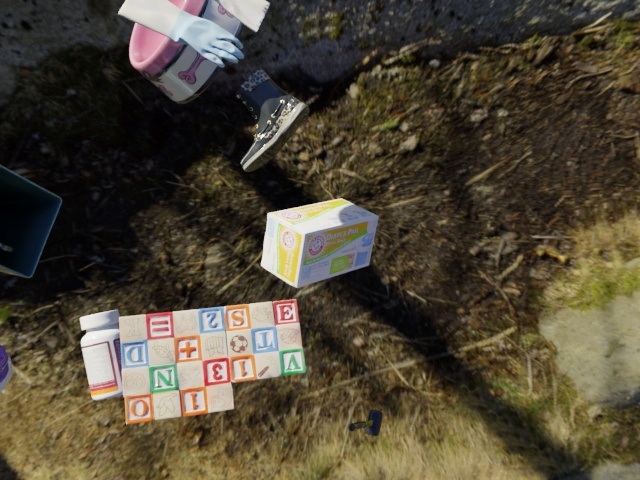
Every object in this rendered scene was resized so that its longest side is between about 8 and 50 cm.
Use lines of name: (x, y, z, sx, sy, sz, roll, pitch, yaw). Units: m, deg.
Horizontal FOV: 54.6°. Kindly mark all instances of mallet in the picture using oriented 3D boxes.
mallet: (0.102, 0.443, 1.460, 0.039, 0.190, 0.062, 9, 89, 24)

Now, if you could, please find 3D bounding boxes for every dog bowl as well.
dog bowl: (-0.360, -0.580, 1.641, 0.150, 0.408, 0.407, 22, 95, -38)

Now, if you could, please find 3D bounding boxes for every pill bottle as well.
pill bottle: (-0.567, 0.303, 1.649, 0.121, 0.121, 0.221, -13, 86, 2)

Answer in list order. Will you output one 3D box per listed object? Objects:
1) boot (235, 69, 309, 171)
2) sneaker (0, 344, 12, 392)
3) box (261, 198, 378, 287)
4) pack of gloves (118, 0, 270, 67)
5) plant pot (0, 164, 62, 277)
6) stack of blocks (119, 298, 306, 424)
boot: (-0.166, -0.317, 1.642, 0.178, 0.085, 0.236, 45, 97, 9)
sneaker: (-0.456, 0.144, 0.726, 0.170, 0.068, 0.071, -1, 121, -24)
box: (0.000, 0.000, 1.178, 0.103, 0.203, 0.114, 29, 120, 38)
pack of gloves: (-0.222, -0.440, 1.144, 0.232, 0.046, 0.195, 25, 63, -15)
plant pot: (-0.650, -0.042, 1.161, 0.234, 0.165, 0.165, 3, 69, 32)
stack of blocks: (-0.181, 0.203, 1.055, 0.298, 0.087, 0.171, -5, 78, -15)
